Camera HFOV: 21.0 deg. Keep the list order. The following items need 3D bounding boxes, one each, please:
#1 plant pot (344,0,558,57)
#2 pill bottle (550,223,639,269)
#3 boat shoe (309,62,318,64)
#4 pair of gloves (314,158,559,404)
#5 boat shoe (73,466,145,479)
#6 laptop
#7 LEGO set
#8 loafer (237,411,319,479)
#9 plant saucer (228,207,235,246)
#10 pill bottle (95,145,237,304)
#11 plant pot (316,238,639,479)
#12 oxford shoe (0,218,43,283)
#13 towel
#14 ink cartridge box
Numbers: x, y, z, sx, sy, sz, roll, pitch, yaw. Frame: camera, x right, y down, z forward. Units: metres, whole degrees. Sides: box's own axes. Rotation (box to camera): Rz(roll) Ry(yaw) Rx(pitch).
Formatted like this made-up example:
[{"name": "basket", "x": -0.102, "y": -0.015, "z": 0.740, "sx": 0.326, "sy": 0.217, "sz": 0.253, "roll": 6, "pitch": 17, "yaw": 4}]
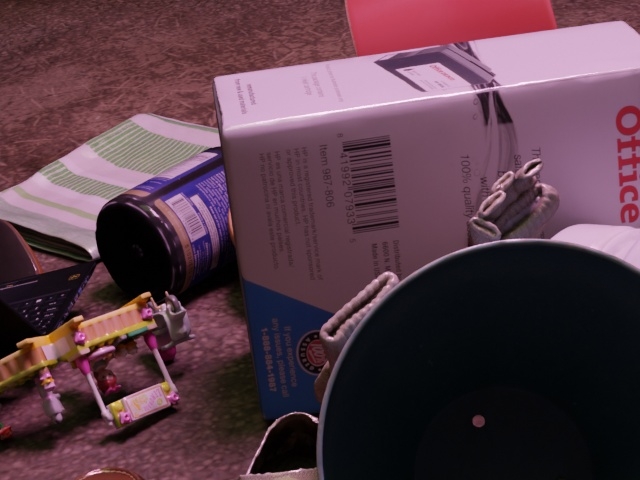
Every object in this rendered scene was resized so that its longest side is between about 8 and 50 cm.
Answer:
[{"name": "plant pot", "x": 0.169, "y": -0.259, "z": 2.135, "sx": 0.243, "sy": 0.275, "sz": 0.275, "roll": -14, "pitch": 23, "yaw": 9}, {"name": "pill bottle", "x": 0.350, "y": 0.085, "z": 1.352, "sx": 0.361, "sy": 0.204, "sz": 0.204, "roll": 5, "pitch": 27, "yaw": 40}, {"name": "boat shoe", "x": -0.015, "y": -0.128, "z": 2.066, "sx": 0.109, "sy": 0.098, "sz": 0.302, "roll": -4, "pitch": 25, "yaw": 8}, {"name": "pair of gloves", "x": 0.094, "y": 0.049, "z": 1.327, "sx": 0.240, "sy": 0.204, "sz": 0.042, "roll": -39, "pitch": 70, "yaw": -20}, {"name": "boat shoe", "x": -0.196, "y": 0.246, "z": 1.296, "sx": 0.110, "sy": 0.104, "sz": 0.307, "roll": -1, "pitch": 25, "yaw": 14}, {"name": "laptop", "x": -0.379, "y": 0.053, "z": 1.687, "sx": 0.234, "sy": 0.137, "sz": 0.264, "roll": -13, "pitch": 23, "yaw": 16}, {"name": "LEGO set", "x": -0.237, "y": 0.141, "z": 1.590, "sx": 0.287, "sy": 0.107, "sz": 0.132, "roll": -23, "pitch": -6, "yaw": -21}, {"name": "loafer", "x": -0.028, "y": 0.222, "z": 1.314, "sx": 0.101, "sy": 0.092, "sz": 0.268, "roll": -7, "pitch": 24, "yaw": 2}, {"name": "plant saucer", "x": 0.000, "y": 0.000, "z": 1.785, "sx": 0.199, "sy": 0.037, "sz": 0.200, "roll": 10, "pitch": 40, "yaw": -8}, {"name": "pill bottle", "x": -0.125, "y": -0.028, "z": 1.853, "sx": 0.122, "sy": 0.123, "sz": 0.219, "roll": 14, "pitch": 32, "yaw": 39}, {"name": "plant pot", "x": 0.141, "y": 0.162, "z": 1.236, "sx": 0.290, "sy": 0.290, "sz": 0.195, "roll": -9, "pitch": -13, "yaw": -2}, {"name": "oxford shoe", "x": -0.348, "y": 0.013, "z": 1.903, "sx": 0.076, "sy": 0.076, "sz": 0.212, "roll": 25, "pitch": 10, "yaw": -44}, {"name": "towel", "x": -0.242, "y": -0.072, "z": 2.088, "sx": 0.247, "sy": 0.038, "sz": 0.325, "roll": 14, "pitch": 32, "yaw": 38}, {"name": "ink cartridge box", "x": 0.117, "y": -0.022, "z": 1.571, "sx": 0.394, "sy": 0.286, "sz": 0.166, "roll": -8, "pitch": 23, "yaw": -3}]
